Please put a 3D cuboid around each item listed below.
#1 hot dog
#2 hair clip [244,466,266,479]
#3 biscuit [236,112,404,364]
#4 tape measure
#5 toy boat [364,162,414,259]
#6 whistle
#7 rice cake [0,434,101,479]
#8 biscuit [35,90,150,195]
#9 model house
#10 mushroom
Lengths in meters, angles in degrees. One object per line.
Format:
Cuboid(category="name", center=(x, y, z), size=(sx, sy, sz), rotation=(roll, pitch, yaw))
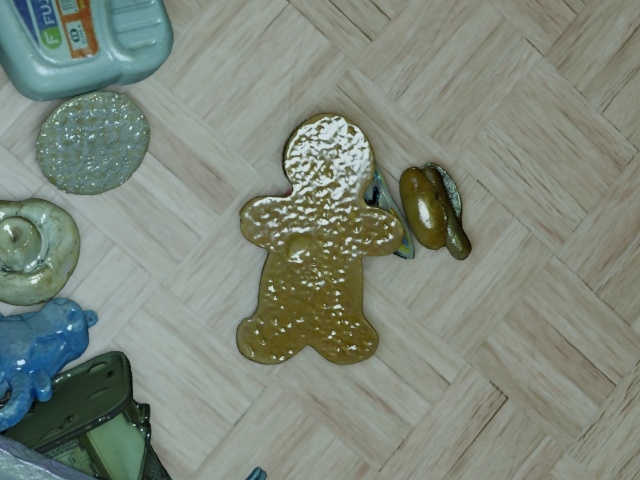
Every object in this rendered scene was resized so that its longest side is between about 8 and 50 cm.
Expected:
Cuboid(category="hot dog", center=(0.158, -0.037, 1.877), size=(0.090, 0.060, 0.140), rotation=(-11, 89, -42))
Cuboid(category="hair clip", center=(-0.188, 0.381, 1.811), size=(0.275, 0.048, 0.083), rotation=(-24, 87, -18))
Cuboid(category="biscuit", center=(0.000, 0.000, 1.816), size=(0.216, 0.047, 0.339), rotation=(2, 100, -3))
Cuboid(category="tape measure", center=(-0.308, -0.306, 1.726), size=(0.246, 0.125, 0.243), rotation=(-16, 88, -17))
Cuboid(category="toy boat", center=(0.064, -0.057, 1.860), size=(0.084, 0.066, 0.210), rotation=(-40, 101, -10))
Cuboid(category="whistle", center=(-0.394, 0.150, 1.705), size=(0.269, 0.093, 0.180), rotation=(-27, 54, -28))
Cuboid(category="rice cake", center=(-0.317, 0.299, 1.564), size=(0.298, 0.050, 0.106), rotation=(28, 99, -14))
Cuboid(category="biscuit", center=(-0.289, -0.123, 1.752), size=(0.152, 0.020, 0.152), rotation=(-13, 127, -18))
Cuboid(category="model house", center=(-0.279, 0.318, 1.709), size=(0.218, 0.205, 0.278), rotation=(-24, 107, -1))
Cuboid(category="mushroom", center=(-0.371, 0.012, 1.713), size=(0.148, 0.112, 0.148), rotation=(-1, 69, 4))
